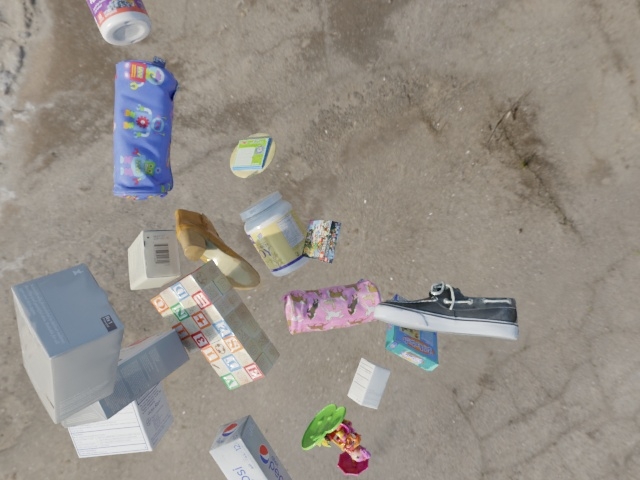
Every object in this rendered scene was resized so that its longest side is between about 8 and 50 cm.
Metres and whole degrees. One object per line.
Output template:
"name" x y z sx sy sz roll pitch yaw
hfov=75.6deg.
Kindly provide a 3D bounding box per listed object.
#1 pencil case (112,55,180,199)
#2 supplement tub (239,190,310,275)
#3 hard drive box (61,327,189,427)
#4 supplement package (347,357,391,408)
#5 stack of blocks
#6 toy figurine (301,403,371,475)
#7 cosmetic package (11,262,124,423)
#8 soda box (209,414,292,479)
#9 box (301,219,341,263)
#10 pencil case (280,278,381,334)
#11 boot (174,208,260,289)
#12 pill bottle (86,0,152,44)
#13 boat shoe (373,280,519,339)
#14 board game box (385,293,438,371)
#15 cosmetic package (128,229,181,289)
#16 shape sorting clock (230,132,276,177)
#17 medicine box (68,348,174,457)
"pencil case" -0.389 -0.242 0.922 0.133 0.119 0.307 3 96 -21
"supplement tub" -0.194 -0.032 1.876 0.240 0.241 0.332 -30 103 5
"hard drive box" -0.451 0.308 0.941 0.181 0.232 0.089 -21 95 30
"supplement package" 0.217 0.634 1.836 0.105 0.105 0.180 27 81 -30
"stack of blocks" -0.258 0.216 1.021 0.171 0.087 0.297 -30 98 31
"toy figurine" 0.064 0.505 1.023 0.159 0.130 0.173 43 130 -3
"cosmetic package" -0.380 0.161 0.625 0.127 0.107 0.238 47 136 19
"soda box" -0.158 0.593 1.045 0.098 0.091 0.286 -26 102 12
"box" 0.000 0.000 1.645 0.044 0.233 0.159 14 88 -22
"pencil case" 0.043 0.261 1.638 0.385 0.167 0.160 -8 132 -14
"boot" -0.315 0.020 1.278 0.104 0.211 0.295 -42 131 12
"pill bottle" -0.453 -0.538 0.886 0.108 0.108 0.194 -23 95 5
"boat shoe" 0.266 0.140 0.870 0.305 0.113 0.105 6 76 3
"board game box" 0.287 0.284 1.291 0.160 0.210 0.047 29 124 -6
"cosmetic package" -0.582 0.073 1.430 0.113 0.309 0.160 -3 80 -32
"shape sorting clock" -0.265 -0.334 1.621 0.206 0.040 0.206 -10 66 22
"medicine box" -0.653 0.511 1.312 0.263 0.149 0.290 -10 101 11
